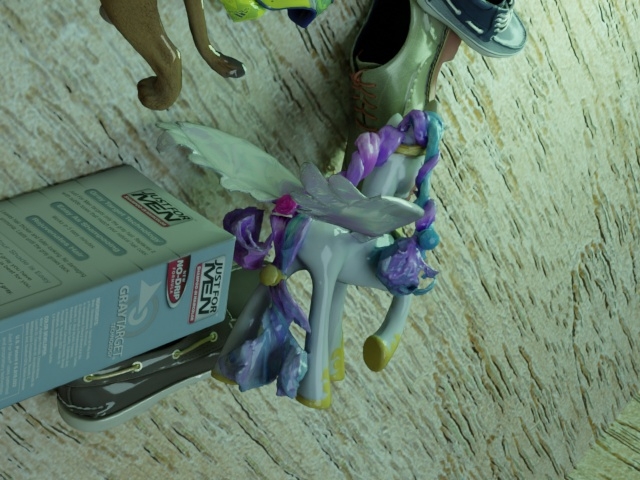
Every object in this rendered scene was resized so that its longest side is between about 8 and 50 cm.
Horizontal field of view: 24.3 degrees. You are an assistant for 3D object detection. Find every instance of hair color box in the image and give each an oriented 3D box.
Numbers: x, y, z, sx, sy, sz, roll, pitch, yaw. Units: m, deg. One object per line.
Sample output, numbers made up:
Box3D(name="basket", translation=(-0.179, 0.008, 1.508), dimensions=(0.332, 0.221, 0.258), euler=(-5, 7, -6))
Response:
Box3D(name="hair color box", translation=(-0.287, 0.050, 1.487), dimensions=(0.374, 0.185, 0.113), euler=(-21, 132, -40))

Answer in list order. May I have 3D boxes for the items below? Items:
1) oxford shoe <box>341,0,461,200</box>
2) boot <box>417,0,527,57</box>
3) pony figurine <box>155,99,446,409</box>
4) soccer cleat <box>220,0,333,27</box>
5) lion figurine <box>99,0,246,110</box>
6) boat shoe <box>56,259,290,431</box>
Box3D(name="oxford shoe", translation=(0.069, -0.176, 1.809), dimensions=(0.130, 0.123, 0.348), euler=(4, 103, -48))
Box3D(name="boot", translation=(0.201, -0.266, 1.747), dimensions=(0.190, 0.086, 0.069), euler=(20, 79, -41))
Box3D(name="pony figurine", translation=(0.000, 0.000, 1.672), dimensions=(0.351, 0.303, 0.363), euler=(4, 106, -51))
Box3D(name="soccer cleat", translation=(-0.081, -0.282, 1.551), dimensions=(0.289, 0.093, 0.121), euler=(4, 122, -51))
Box3D(name="lion figurine", translation=(-0.229, -0.268, 1.202), dimensions=(0.240, 0.392, 0.142), euler=(110, -5, -49))
Box3D(name="boat shoe", translation=(-0.169, 0.104, 1.746), dimensions=(0.324, 0.116, 0.096), euler=(-29, 141, -26))
